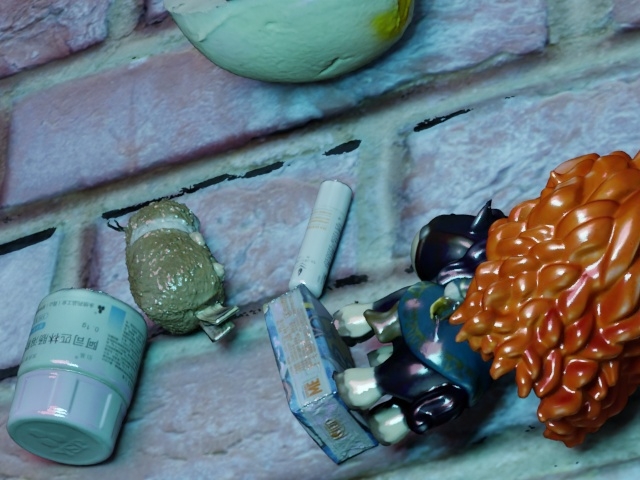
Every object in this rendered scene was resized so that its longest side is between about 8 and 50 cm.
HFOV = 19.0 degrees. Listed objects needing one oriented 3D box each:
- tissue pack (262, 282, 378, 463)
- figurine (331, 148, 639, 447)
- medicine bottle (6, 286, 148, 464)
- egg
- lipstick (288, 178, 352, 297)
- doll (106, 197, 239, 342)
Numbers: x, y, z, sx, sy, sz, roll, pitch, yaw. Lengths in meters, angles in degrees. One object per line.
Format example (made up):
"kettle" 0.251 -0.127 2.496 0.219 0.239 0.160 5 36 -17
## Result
"tissue pack" -0.002 0.139 1.996 0.065 0.115 0.155 -26 46 10
"figurine" 0.195 0.062 1.882 0.412 0.241 0.306 -13 25 47
"medicine bottle" -0.273 0.154 2.150 0.135 0.135 0.168 -7 56 29
"egg" -0.014 -0.289 2.265 0.337 0.201 0.337 -26 21 11
"lipstick" 0.000 0.000 2.152 0.040 0.040 0.141 -1 58 32
"doll" -0.161 0.046 2.180 0.115 0.105 0.221 -9 47 -28
